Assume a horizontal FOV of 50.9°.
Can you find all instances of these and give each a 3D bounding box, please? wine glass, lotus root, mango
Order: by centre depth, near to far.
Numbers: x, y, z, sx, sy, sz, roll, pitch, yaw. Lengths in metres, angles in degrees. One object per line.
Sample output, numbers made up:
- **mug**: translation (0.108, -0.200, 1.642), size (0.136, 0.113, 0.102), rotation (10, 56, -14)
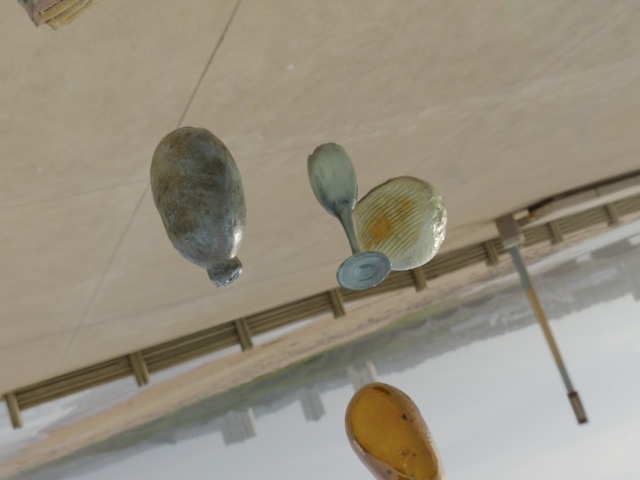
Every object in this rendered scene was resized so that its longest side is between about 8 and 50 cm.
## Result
- **lotus root**: translation (-0.229, -0.079, 1.295), size (0.175, 0.349, 0.175), rotation (-18, 157, -8)
- **wine glass**: translation (0.000, 0.000, 1.297), size (0.096, 0.309, 0.264), rotation (15, 129, -30)
- **mango**: translation (0.163, 0.430, 1.395), size (0.160, 0.290, 0.191), rotation (-36, 137, 1)

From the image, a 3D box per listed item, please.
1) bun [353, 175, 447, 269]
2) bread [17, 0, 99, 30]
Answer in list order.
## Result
- **bun**: translation (0.203, -0.046, 1.648), size (0.244, 0.244, 0.153), rotation (-25, 163, 29)
- **bread**: translation (-0.520, -0.545, 1.264), size (0.149, 0.274, 0.274), rotation (-18, 170, 9)
